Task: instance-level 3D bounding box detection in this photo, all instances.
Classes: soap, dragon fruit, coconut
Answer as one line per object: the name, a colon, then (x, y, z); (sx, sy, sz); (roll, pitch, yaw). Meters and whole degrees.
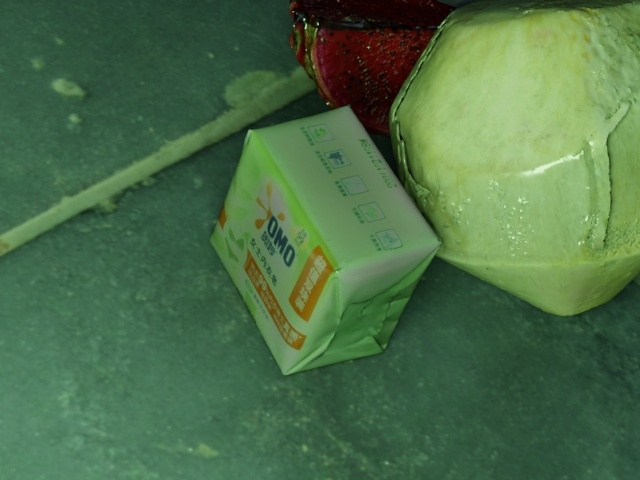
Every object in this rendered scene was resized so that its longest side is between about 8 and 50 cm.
soap: (0.000, 0.000, 1.651); (0.138, 0.182, 0.199); (-12, 56, -31)
dragon fruit: (0.065, -0.212, 1.898); (0.261, 0.163, 0.189); (2, 85, -27)
coconut: (0.243, -0.090, 1.766); (0.352, 0.353, 0.353); (12, 48, -14)
